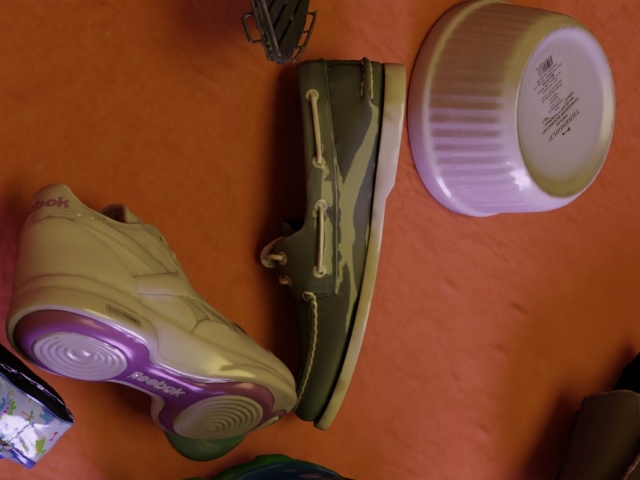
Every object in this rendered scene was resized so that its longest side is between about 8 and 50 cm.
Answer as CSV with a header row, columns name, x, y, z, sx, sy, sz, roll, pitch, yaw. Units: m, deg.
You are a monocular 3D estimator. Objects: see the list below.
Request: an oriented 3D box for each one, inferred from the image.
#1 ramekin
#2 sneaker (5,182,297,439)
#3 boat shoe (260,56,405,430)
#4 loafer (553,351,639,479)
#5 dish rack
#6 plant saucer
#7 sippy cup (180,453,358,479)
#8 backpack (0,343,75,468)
name,x,y,z,sx,sy,sz,roll,pitch,yaw
ramekin,0.186,-0.121,1.761,0.207,0.109,0.207,-9,102,-47
sneaker,-0.115,0.055,1.431,0.305,0.114,0.152,37,39,-49
boat shoe,0.000,0.000,1.603,0.099,0.116,0.320,10,96,-6
loafer,0.287,0.224,1.929,0.130,0.133,0.366,58,40,-7
dish rack,-0.033,-0.280,1.459,0.208,0.074,0.272,-69,147,-61
plant saucer,-0.083,0.125,1.557,0.119,0.021,0.119,-9,102,-47
sippy cup,0.017,0.287,1.493,0.305,0.224,0.240,-7,87,-34
backpack,-0.239,0.114,1.323,0.084,0.105,0.114,-51,134,-2
